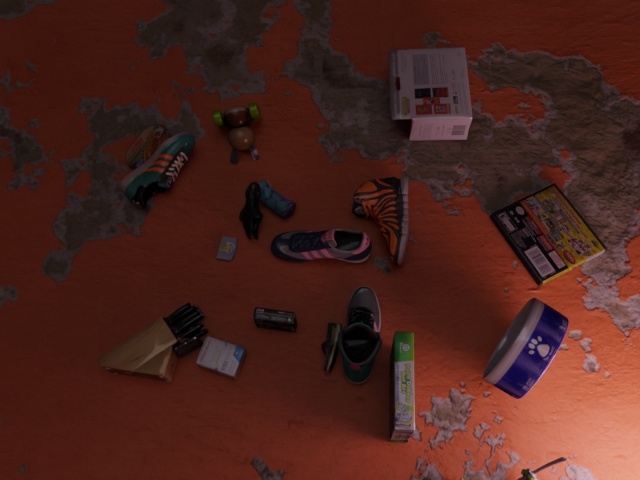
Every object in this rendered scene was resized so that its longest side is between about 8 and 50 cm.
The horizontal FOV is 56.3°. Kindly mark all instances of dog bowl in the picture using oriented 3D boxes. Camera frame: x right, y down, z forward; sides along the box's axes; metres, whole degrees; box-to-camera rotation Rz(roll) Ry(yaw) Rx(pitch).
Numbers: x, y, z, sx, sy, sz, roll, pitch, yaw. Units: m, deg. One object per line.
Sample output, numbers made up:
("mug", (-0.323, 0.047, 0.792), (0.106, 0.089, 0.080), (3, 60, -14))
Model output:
("dog bowl", (0.556, 0.292, 1.625), (0.104, 0.265, 0.265), (32, 70, 13))

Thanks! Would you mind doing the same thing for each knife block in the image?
("knife block", (-0.479, 0.284, 1.760), (0.275, 0.088, 0.242), (7, 64, 5))

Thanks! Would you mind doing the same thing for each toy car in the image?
("toy car", (-0.273, -0.361, 2.059), (0.155, 0.149, 0.188), (-12, 94, 0))

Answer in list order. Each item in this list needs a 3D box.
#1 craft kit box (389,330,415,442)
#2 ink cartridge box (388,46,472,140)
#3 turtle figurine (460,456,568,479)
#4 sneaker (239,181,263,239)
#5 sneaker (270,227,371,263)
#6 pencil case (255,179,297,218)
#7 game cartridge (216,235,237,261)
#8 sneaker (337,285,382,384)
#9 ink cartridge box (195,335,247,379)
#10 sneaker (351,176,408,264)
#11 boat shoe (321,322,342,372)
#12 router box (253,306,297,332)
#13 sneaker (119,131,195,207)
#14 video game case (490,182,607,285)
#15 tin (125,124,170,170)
("craft kit box", (0.216, 0.397, 1.597), (0.060, 0.247, 0.250), (3, 64, 2))
("ink cartridge box", (0.372, -0.511, 2.085), (0.271, 0.130, 0.310), (0, 65, 4))
("turtle figurine", (0.483, 0.642, 1.488), (0.266, 0.275, 0.198), (3, 49, 13))
("sneaker", (-0.212, -0.095, 1.916), (0.089, 0.051, 0.170), (36, 113, 41))
("sneaker", (0.000, 0.000, 1.854), (0.318, 0.131, 0.112), (0, 65, 2))
("pencil case", (-0.151, -0.137, 1.959), (0.151, 0.064, 0.070), (38, 100, 17))
("game cartridge", (-0.297, 0.026, 1.915), (0.056, 0.017, 0.083), (10, 66, 2))
("sneaker", (0.114, 0.247, 1.707), (0.123, 0.178, 0.296), (4, 65, 4))
("ink cartridge box", (-0.289, 0.343, 1.745), (0.122, 0.052, 0.089), (17, 66, 8))
("sneaker", (0.188, -0.063, 1.897), (0.180, 0.125, 0.321), (0, 54, 6))
("boat shoe", (0.027, 0.312, 1.752), (0.049, 0.056, 0.152), (9, 56, 11))
("router box", (-0.132, 0.235, 1.768), (0.122, 0.092, 0.038), (6, 65, 5))
("sneaker", (-0.518, -0.230, 1.999), (0.302, 0.108, 0.121), (-45, 72, -9))
("video game case", (0.719, -0.023, 1.897), (0.248, 0.035, 0.275), (-25, 66, -9))
("tin", (-0.597, -0.320, 2.077), (0.106, 0.040, 0.190), (27, 68, 9))
